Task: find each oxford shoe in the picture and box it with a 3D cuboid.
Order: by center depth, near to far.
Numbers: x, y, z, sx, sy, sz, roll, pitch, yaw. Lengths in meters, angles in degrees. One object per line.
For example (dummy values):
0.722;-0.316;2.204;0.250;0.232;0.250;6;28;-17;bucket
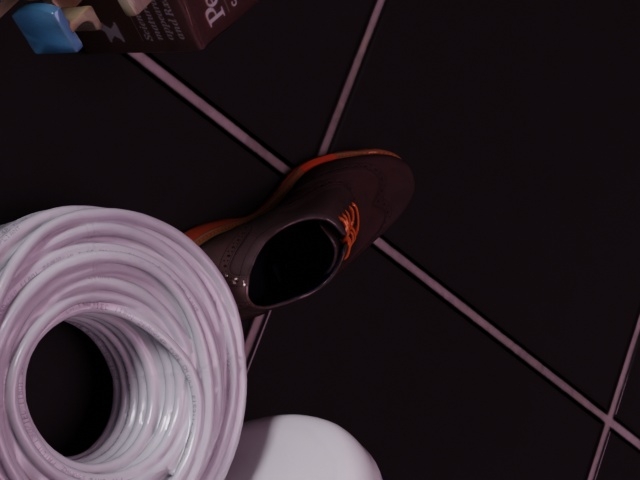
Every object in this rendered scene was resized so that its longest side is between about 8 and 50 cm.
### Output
0.000;0.000;1.433;0.271;0.098;0.097;-33;116;-40;oxford shoe

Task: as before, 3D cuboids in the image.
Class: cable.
-0.166;0.105;1.252;0.257;0.089;0.257;-17;96;-40;cable

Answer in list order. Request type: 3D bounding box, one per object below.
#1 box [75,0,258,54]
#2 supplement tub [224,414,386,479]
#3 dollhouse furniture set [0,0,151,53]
-0.052;-0.315;1.330;0.381;0.143;0.191;-45;124;-33;box
0.002;0.310;1.364;0.228;0.228;0.316;-53;128;-30;supplement tub
-0.220;-0.172;1.125;0.129;0.183;0.129;-51;126;-31;dollhouse furniture set
